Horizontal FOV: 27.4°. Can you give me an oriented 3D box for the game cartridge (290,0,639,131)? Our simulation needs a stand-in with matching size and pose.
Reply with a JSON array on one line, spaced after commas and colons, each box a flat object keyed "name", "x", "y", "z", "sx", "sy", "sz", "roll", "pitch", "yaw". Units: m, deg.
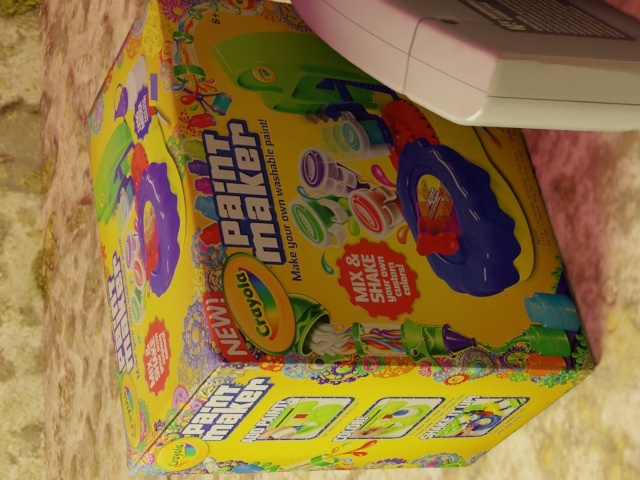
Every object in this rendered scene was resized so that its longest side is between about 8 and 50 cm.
[{"name": "game cartridge", "x": 0.096, "y": -0.144, "z": 0.861, "sx": 0.297, "sy": 0.198, "sz": 0.062, "roll": -131, "pitch": 43, "yaw": -54}]

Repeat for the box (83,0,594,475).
[{"name": "box", "x": 0.000, "y": 0.000, "z": 0.942, "sx": 0.177, "sy": 0.279, "sz": 0.290, "roll": -51, "pitch": 44, "yaw": 49}]
